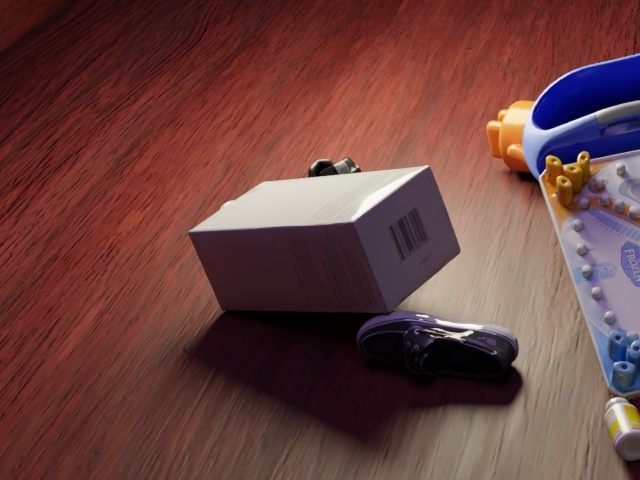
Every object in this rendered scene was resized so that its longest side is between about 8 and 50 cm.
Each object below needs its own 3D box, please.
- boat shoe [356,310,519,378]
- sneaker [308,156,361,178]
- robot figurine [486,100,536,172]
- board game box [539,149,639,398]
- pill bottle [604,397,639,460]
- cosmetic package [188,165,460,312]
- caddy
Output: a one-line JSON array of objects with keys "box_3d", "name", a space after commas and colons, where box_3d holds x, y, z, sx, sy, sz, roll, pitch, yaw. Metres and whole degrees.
[{"box_3d": [0.153, 0.153, 1.705, 0.228, 0.080, 0.076, 6, 30, 18], "name": "boat shoe"}, {"box_3d": [0.053, -0.058, 2.064, 0.102, 0.146, 0.293, -23, 29, -20], "name": "sneaker"}, {"box_3d": [0.397, -0.175, 2.166, 0.219, 0.128, 0.158, 9, 0, 37], "name": "robot figurine"}, {"box_3d": [0.530, 0.001, 1.684, 0.390, 0.050, 0.390, -12, 51, 2], "name": "board game box"}, {"box_3d": [0.367, 0.225, 1.504, 0.043, 0.043, 0.083, -11, 27, 4], "name": "pill bottle"}, {"box_3d": [0.000, 0.000, 1.892, 0.365, 0.155, 0.197, -3, 26, 47], "name": "cosmetic package"}, {"box_3d": [0.488, -0.164, 1.932, 0.341, 0.179, 0.241, -12, 62, 20], "name": "caddy"}]
